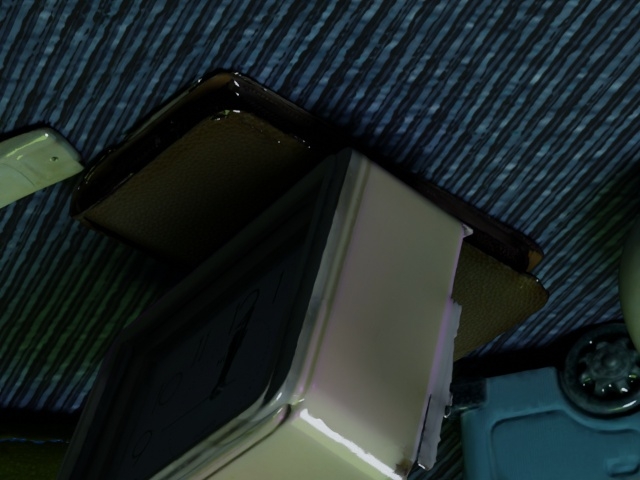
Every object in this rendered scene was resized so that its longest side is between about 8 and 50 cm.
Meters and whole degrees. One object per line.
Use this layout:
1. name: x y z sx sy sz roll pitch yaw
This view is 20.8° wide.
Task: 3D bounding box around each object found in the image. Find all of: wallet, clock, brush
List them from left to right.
1. brush: -0.185 -0.011 0.767 0.178 0.030 0.033 -24 131 15
2. clock: -0.031 0.067 0.712 0.071 0.147 0.192 36 132 -18
3. wallet: 0.000 0.000 0.771 0.198 0.031 0.110 28 135 -32

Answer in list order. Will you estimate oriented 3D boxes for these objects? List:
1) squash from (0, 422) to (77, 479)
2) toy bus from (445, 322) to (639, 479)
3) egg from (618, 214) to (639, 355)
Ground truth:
1. squash: -0.212 0.127 0.906 0.331 0.087 0.087 7 143 -6
2. toy bus: 0.203 0.130 0.830 0.271 0.164 0.133 -12 142 16
3. egg: 0.197 0.031 0.735 0.152 0.114 0.114 33 135 -15
